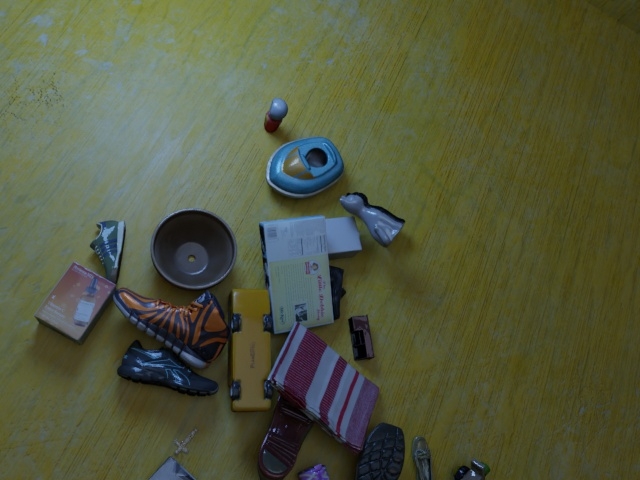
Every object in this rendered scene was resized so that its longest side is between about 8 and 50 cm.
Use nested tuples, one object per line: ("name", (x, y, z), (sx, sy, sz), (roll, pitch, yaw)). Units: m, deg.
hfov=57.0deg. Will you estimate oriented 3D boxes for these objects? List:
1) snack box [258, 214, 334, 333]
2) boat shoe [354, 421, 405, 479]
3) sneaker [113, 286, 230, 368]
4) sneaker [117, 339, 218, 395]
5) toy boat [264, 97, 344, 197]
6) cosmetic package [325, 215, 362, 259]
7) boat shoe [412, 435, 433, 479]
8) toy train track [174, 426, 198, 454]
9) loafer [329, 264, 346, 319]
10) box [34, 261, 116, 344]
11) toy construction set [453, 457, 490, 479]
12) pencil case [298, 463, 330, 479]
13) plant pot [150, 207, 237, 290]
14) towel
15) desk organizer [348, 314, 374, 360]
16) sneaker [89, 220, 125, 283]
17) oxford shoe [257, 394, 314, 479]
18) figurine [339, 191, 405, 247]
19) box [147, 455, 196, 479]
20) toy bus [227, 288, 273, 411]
("snack box", (-0.068, 0.097, 1.707), (0.187, 0.060, 0.322), (-7, 98, -19))
("boat shoe", (0.140, 0.662, 1.610), (0.122, 0.120, 0.324), (20, 70, 3))
("sneaker", (-0.382, 0.186, 1.584), (0.321, 0.124, 0.180), (37, 90, -13))
("sneaker", (-0.395, 0.343, 1.565), (0.267, 0.101, 0.106), (18, 65, -11))
("toy boat", (-0.081, -0.290, 1.857), (0.267, 0.148, 0.318), (-29, 82, -24))
("cosmetic package", (0.000, 0.000, 1.818), (0.230, 0.085, 0.118), (-5, 73, -20))
("boat shoe", (0.299, 0.645, 1.702), (0.056, 0.048, 0.153), (6, 70, -15))
("toy train track", (-0.355, 0.530, 1.558), (0.048, 0.014, 0.083), (42, 64, 0))
("loafer", (0.051, 0.158, 1.791), (0.061, 0.062, 0.170), (4, 71, -21))
("box", (-0.641, 0.166, 1.554), (0.130, 0.091, 0.171), (30, 66, -5))
("toy construction set", (0.457, 0.766, 1.637), (0.237, 0.257, 0.309), (-36, 105, -37))
("pencil case", (0.004, 0.705, 1.568), (0.086, 0.088, 0.206), (-14, 75, -23))
("plant pot", (-0.363, 0.036, 1.677), (0.237, 0.110, 0.238), (5, 71, -16))
("towel", (0.020, 0.399, 1.628), (0.329, 0.037, 0.237), (42, 37, -12))
("desk organizer", (0.122, 0.293, 1.772), (0.050, 0.047, 0.130), (-3, 72, -16))
("sneaker", (-0.594, 0.029, 1.631), (0.086, 0.064, 0.192), (5, 61, -13))
("oxford shoe", (-0.085, 0.501, 1.603), (0.122, 0.130, 0.348), (28, 45, 7))
("figurine", (0.153, -0.080, 1.837), (0.209, 0.215, 0.092), (38, 102, 4))
("box", (-0.393, 0.690, 1.467), (0.183, 0.056, 0.231), (44, 65, 1))
("toy bus", (-0.198, 0.300, 1.623), (0.108, 0.130, 0.333), (3, 71, -17))
